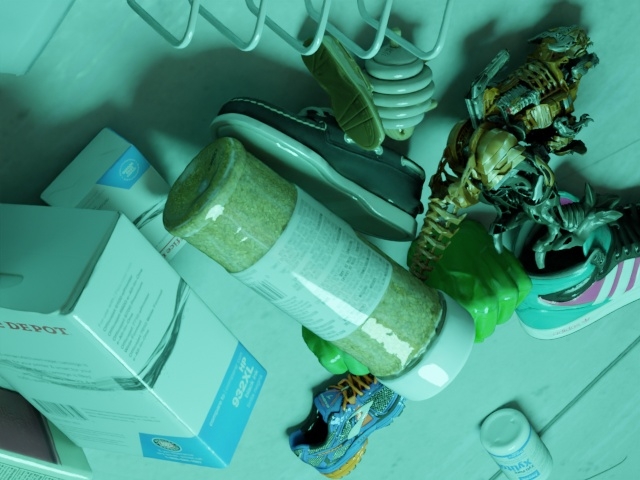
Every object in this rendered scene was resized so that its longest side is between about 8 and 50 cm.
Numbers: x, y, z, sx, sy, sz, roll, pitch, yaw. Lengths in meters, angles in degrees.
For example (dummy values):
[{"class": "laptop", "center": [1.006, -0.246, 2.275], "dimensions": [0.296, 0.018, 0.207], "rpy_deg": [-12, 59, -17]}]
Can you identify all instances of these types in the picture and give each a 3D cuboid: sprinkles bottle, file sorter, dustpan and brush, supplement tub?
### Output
[{"class": "sprinkles bottle", "center": [0.003, 0.034, 1.734], "dimensions": [0.355, 0.121, 0.121], "rpy_deg": [36, 104, -25]}, {"class": "file sorter", "center": [-0.023, -0.275, 1.535], "dimensions": [0.277, 0.193, 0.173], "rpy_deg": [0, 115, -27]}, {"class": "dustpan and brush", "center": [-0.347, -0.231, 1.511], "dimensions": [0.211, 0.060, 0.147], "rpy_deg": [7, 143, -34]}, {"class": "supplement tub", "center": [0.267, 0.283, 2.225], "dimensions": [0.071, 0.071, 0.107], "rpy_deg": [-36, 132, 2]}]

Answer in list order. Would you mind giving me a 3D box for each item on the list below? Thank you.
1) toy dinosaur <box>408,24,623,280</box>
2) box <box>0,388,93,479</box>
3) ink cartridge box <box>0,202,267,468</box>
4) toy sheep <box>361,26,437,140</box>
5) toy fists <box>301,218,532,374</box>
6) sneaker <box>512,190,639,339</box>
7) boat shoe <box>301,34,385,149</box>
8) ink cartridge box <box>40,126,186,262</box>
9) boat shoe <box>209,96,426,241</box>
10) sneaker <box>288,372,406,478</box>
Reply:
[{"class": "toy dinosaur", "center": [0.207, -0.091, 1.854], "dimensions": [0.322, 0.164, 0.218], "rpy_deg": [-38, 126, 7]}, {"class": "box", "center": [-0.397, 0.247, 1.813], "dimensions": [0.232, 0.127, 0.148], "rpy_deg": [24, 112, -39]}, {"class": "ink cartridge box", "center": [-0.233, 0.100, 1.706], "dimensions": [0.307, 0.223, 0.129], "rpy_deg": [52, 53, -43]}, {"class": "toy sheep", "center": [0.083, -0.169, 1.769], "dimensions": [0.091, 0.091, 0.132], "rpy_deg": [-15, 117, -17]}, {"class": "toy fists", "center": [0.112, 0.078, 1.935], "dimensions": [0.279, 0.142, 0.096], "rpy_deg": [-17, 131, -14]}, {"class": "sneaker", "center": [0.354, -0.009, 2.014], "dimensions": [0.295, 0.124, 0.178], "rpy_deg": [-33, 143, 1]}, {"class": "boat shoe", "center": [0.033, -0.160, 1.726], "dimensions": [0.050, 0.135, 0.045], "rpy_deg": [-30, 180, 42]}, {"class": "ink cartridge box", "center": [-0.199, -0.021, 1.734], "dimensions": [0.104, 0.060, 0.180], "rpy_deg": [-49, 134, -10]}, {"class": "boat shoe", "center": [0.002, -0.094, 1.778], "dimensions": [0.302, 0.114, 0.091], "rpy_deg": [32, 66, -44]}, {"class": "sneaker", "center": [0.039, 0.206, 2.043], "dimensions": [0.087, 0.083, 0.221], "rpy_deg": [20, 112, -31]}]
